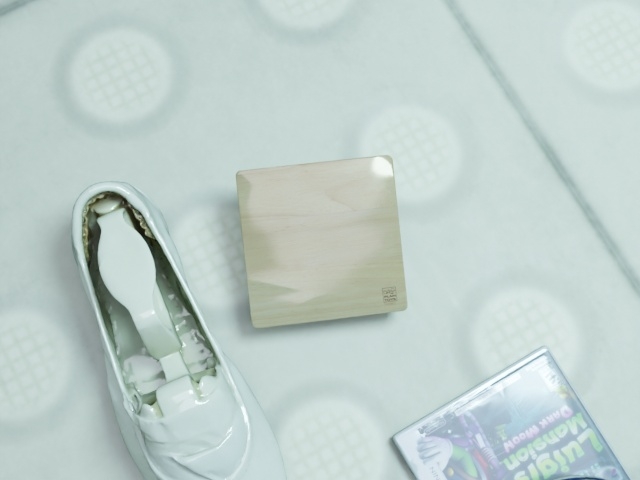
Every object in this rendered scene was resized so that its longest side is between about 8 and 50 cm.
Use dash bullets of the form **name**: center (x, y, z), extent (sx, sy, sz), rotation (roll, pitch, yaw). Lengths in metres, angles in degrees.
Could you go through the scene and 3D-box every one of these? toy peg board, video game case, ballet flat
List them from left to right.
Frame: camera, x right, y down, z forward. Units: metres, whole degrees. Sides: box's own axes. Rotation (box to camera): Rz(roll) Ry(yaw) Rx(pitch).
- **ballet flat**: center (-0.153, 0.117, 0.837), extent (0.139, 0.139, 0.400), rotation (-24, 78, -7)
- **toy peg board**: center (0.000, 0.000, 0.910), extent (0.161, 0.079, 0.161), rotation (-6, 92, -3)
- **video game case**: center (0.197, 0.227, 0.875), extent (0.190, 0.022, 0.173), rotation (-29, 79, -9)

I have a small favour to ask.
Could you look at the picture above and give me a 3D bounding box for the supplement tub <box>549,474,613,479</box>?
- **supplement tub**: center (0.263, 0.325, 0.687), extent (0.228, 0.316, 0.228), rotation (1, 83, -6)
